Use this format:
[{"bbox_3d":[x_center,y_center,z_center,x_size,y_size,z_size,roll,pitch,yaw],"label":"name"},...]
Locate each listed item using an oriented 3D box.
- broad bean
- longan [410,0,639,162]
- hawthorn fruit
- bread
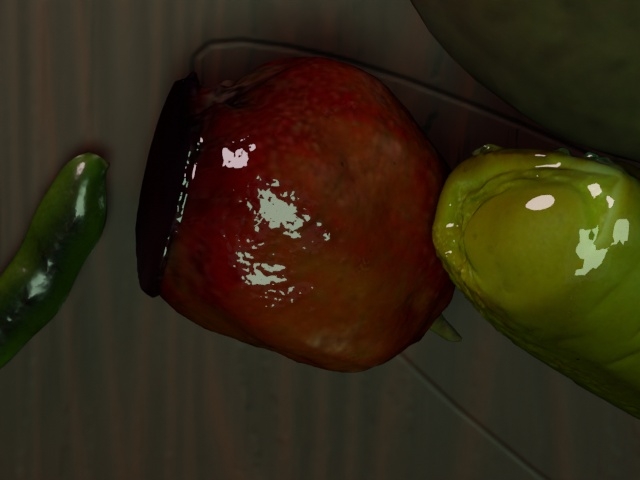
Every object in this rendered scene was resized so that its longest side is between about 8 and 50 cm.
[{"bbox_3d":[-0.206,0.035,1.293,0.227,0.039,0.069,-42,99,13],"label":"broad bean"},{"bbox_3d":[0.205,-0.209,1.063,0.361,0.361,0.361,0,109,-1],"label":"longan"},{"bbox_3d":[0.000,0.000,1.213,0.251,0.189,0.189,41,104,-20],"label":"hawthorn fruit"},{"bbox_3d":[0.225,0.062,1.186,0.383,0.166,0.112,29,77,-35],"label":"bread"}]
